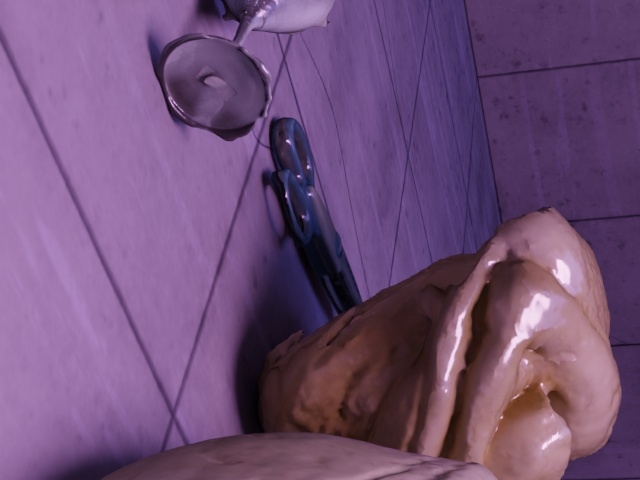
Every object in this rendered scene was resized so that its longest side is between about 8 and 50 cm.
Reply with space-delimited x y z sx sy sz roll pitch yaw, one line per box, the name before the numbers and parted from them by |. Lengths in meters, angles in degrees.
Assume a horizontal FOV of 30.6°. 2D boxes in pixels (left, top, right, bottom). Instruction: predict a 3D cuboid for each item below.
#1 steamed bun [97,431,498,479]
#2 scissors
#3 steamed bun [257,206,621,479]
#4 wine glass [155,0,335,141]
steamed bun | 0.010 0.299 0.697 0.456 0.290 0.371 18 67 -75
scissors | 0.000 0.000 1.243 0.289 0.041 0.138 68 15 -47
steamed bun | 0.119 0.131 1.048 0.230 0.372 0.325 59 34 3
wine glass | -0.058 -0.172 0.945 0.183 0.122 0.122 -73 154 -46
